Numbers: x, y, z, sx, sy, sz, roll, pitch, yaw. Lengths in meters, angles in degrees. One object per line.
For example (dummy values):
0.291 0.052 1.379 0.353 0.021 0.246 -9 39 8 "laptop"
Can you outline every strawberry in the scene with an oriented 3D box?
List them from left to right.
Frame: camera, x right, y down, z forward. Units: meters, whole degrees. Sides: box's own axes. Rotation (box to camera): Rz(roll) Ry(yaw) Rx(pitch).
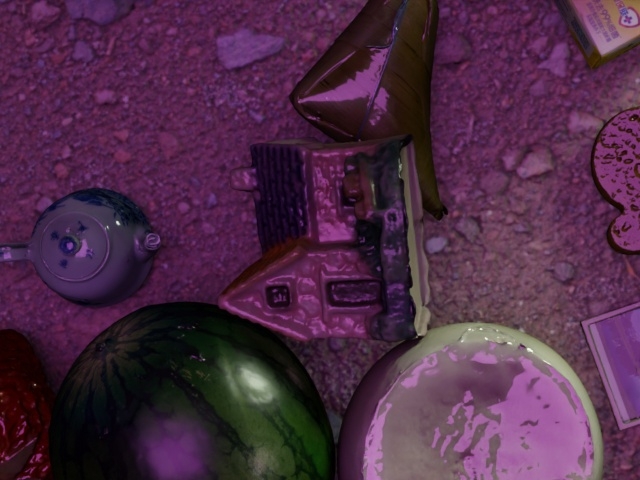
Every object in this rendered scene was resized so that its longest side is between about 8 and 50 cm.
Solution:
-0.415 0.212 1.629 0.205 0.205 0.244 -14 44 6 "strawberry"

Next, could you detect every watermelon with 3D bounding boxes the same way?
-0.148 0.245 1.525 0.363 0.363 0.363 0 89 6 "watermelon"

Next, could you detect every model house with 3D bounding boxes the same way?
0.000 0.000 1.530 0.238 0.202 0.236 -4 104 11 "model house"

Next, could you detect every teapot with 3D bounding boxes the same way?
-0.306 0.008 1.652 0.232 0.159 0.158 -4 88 6 "teapot"

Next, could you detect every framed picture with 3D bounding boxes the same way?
0.404 0.154 1.635 0.109 0.011 0.149 -20 86 6 "framed picture"

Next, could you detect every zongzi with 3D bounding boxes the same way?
0.121 -0.184 1.630 0.256 0.115 0.228 39 90 0 "zongzi"

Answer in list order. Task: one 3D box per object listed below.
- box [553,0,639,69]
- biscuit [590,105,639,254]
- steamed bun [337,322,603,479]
0.352 -0.369 1.611 0.168 0.097 0.265 -26 86 6 "box"
0.432 -0.057 1.623 0.180 0.039 0.236 -26 85 7 "biscuit"
0.177 0.258 1.556 0.324 0.206 0.324 0 84 -2 "steamed bun"
